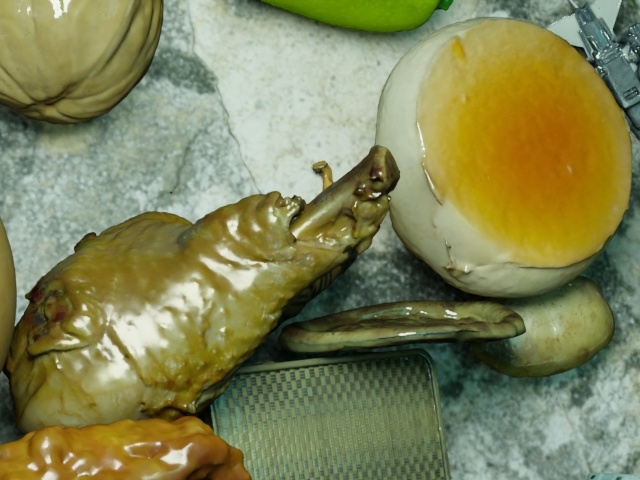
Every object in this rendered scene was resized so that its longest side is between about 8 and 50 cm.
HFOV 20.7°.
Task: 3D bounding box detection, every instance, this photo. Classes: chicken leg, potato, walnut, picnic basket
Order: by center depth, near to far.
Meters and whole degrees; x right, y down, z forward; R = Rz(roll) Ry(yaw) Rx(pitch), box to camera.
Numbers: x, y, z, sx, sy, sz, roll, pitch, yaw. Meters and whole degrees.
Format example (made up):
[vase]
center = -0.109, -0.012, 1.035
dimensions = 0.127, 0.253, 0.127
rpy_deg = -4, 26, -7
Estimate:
[chicken leg]
center = -0.112, 0.024, 1.608
dimensions = 0.409, 0.295, 0.182
rpy_deg = -35, 109, 4
[walnut]
center = -0.249, -0.241, 1.656
dimensions = 0.225, 0.225, 0.261
rpy_deg = 8, 72, -21
[picnic basket]
center = -0.012, 0.199, 1.709
dimensions = 0.267, 0.139, 0.165
rpy_deg = -5, 82, -24
[potato]
center = 0.235, 0.091, 1.867
dimensions = 0.170, 0.080, 0.107
rpy_deg = -16, 94, -22

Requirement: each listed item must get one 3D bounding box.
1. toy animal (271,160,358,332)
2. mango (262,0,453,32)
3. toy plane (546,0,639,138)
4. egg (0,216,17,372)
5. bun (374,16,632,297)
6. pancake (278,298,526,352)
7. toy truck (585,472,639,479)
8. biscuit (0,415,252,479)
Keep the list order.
[toy animal]
center = 0.005, 0.001, 1.779
dimensions = 0.255, 0.114, 0.116
rpy_deg = -36, 117, -36
[mango]
center = -0.015, -0.328, 1.799
dimensions = 0.343, 0.156, 0.192
rpy_deg = 15, 72, -18
[toy plane]
center = 0.338, -0.177, 1.963
dimensions = 0.160, 0.082, 0.234
rpy_deg = -31, 92, 2
[egg]
center = -0.421, 0.016, 1.483
dimensions = 0.301, 0.301, 0.374
rpy_deg = -22, 85, -25
[bun]
center = 0.171, -0.077, 1.826
dimensions = 0.299, 0.165, 0.299
rpy_deg = 8, 72, -27
[pancake]
center = 0.079, 0.086, 1.719
dimensions = 0.250, 0.250, 0.031
rpy_deg = -6, 95, -24
[toy truck]
center = 0.347, 0.383, 1.832
dimensions = 0.338, 0.133, 0.184
rpy_deg = 45, 71, -10
[biscuit]
center = -0.237, 0.263, 1.512
dimensions = 0.318, 0.312, 0.110
rpy_deg = -11, 63, -23
